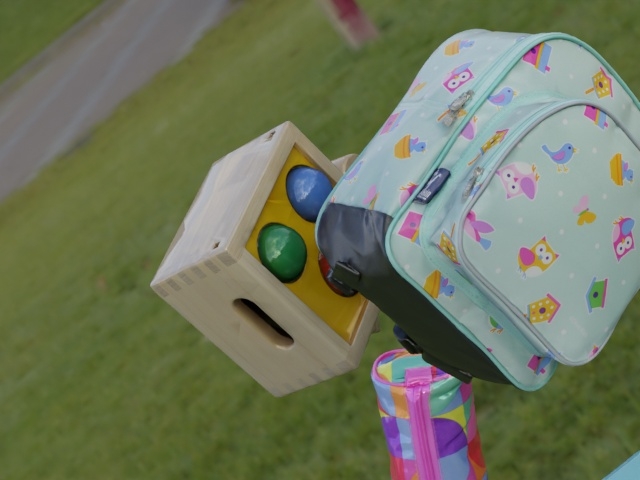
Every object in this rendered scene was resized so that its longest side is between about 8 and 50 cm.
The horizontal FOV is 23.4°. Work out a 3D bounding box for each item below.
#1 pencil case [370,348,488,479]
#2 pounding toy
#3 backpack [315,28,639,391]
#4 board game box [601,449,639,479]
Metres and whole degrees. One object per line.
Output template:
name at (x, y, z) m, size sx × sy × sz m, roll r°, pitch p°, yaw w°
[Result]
pencil case at (0.109, 0.214, 1.428) m, size 0.104 × 0.236 × 0.104 m, roll -10°, pitch 15°, yaw 3°
pounding toy at (0.008, 0.002, 1.092) m, size 0.094 × 0.181 × 0.206 m, roll -25°, pitch 30°, yaw 42°
backpack at (0.112, -0.027, 0.892) m, size 0.144 × 0.166 × 0.188 m, roll 0°, pitch 54°, yaw 53°
board game box at (0.290, 0.187, 0.842) m, size 0.336 × 0.079 × 0.254 m, roll 125°, pitch 139°, yaw -51°
